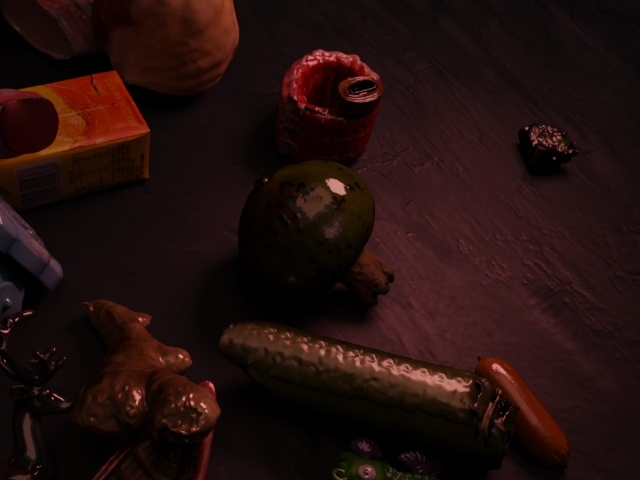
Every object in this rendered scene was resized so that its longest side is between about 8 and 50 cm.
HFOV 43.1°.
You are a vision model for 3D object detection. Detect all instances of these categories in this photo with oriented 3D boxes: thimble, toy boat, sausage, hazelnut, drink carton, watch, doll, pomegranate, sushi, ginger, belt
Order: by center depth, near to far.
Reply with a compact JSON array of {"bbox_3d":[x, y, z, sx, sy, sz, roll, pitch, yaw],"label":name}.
[{"bbox_3d":[-0.211,0.321,0.862,0.136,0.079,0.392,23,50,8],"label":"toy boat"},{"bbox_3d":[-0.218,0.152,0.941,0.147,0.081,0.333,-27,27,-9],"label":"ginger"},{"bbox_3d":[0.103,0.300,0.976,0.190,0.050,0.115,16,38,-9],"label":"doll"},{"bbox_3d":[-0.448,0.033,0.997,0.193,0.211,0.211,-43,69,-12],"label":"watch"},{"bbox_3d":[0.266,0.225,1.078,0.062,0.054,0.183,-29,65,-12],"label":"sausage"},{"bbox_3d":[0.000,0.000,1.129,0.248,0.202,0.202,42,48,-14],"label":"pomegranate"},{"bbox_3d":[-0.437,-0.130,1.165,0.351,0.111,0.155,-18,57,-25],"label":"drink carton"},{"bbox_3d":[0.058,-0.226,1.253,0.083,0.036,0.059,-23,62,-33],"label":"belt"},{"bbox_3d":[-0.254,-0.357,1.325,0.261,0.261,0.241,25,63,7],"label":"hazelnut"},{"bbox_3d":[0.013,-0.218,1.337,0.163,0.125,0.190,23,49,6],"label":"thimble"},{"bbox_3d":[0.403,-0.166,1.440,0.084,0.056,0.083,-3,44,-15],"label":"sushi"},{"bbox_3d":[-0.407,-0.417,1.444,0.206,0.096,0.282,34,38,3],"label":"toy boat"}]

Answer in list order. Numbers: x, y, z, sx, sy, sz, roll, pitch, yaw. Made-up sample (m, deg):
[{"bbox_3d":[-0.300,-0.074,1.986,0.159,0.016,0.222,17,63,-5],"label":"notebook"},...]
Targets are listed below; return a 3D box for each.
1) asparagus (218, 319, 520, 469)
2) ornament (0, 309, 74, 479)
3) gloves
[{"bbox_3d":[0.059,0.184,1.019,0.381,0.128,0.108,15,89,5],"label":"asparagus"},{"bbox_3d":[-0.370,0.194,0.885,0.202,0.080,0.236,2,73,-23],"label":"ornament"},{"bbox_3d":[-0.459,-0.155,1.038,0.241,0.126,0.145,4,43,32],"label":"gloves"}]
